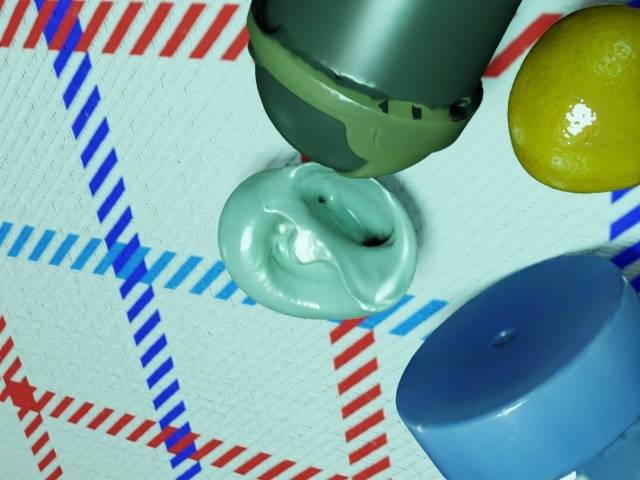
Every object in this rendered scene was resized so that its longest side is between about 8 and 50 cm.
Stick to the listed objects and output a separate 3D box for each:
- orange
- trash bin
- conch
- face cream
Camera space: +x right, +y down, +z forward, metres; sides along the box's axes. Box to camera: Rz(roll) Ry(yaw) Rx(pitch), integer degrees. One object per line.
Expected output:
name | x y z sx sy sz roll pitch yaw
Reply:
orange | 0.228 -0.108 0.735 0.136 0.159 0.159 36 135 28
trash bin | 0.060 -0.198 0.743 0.214 0.214 0.333 34 130 7
conch | 0.000 -0.003 0.977 0.221 0.121 0.185 17 125 13
face cream | 0.231 0.173 0.871 0.249 0.249 0.225 -23 109 40
